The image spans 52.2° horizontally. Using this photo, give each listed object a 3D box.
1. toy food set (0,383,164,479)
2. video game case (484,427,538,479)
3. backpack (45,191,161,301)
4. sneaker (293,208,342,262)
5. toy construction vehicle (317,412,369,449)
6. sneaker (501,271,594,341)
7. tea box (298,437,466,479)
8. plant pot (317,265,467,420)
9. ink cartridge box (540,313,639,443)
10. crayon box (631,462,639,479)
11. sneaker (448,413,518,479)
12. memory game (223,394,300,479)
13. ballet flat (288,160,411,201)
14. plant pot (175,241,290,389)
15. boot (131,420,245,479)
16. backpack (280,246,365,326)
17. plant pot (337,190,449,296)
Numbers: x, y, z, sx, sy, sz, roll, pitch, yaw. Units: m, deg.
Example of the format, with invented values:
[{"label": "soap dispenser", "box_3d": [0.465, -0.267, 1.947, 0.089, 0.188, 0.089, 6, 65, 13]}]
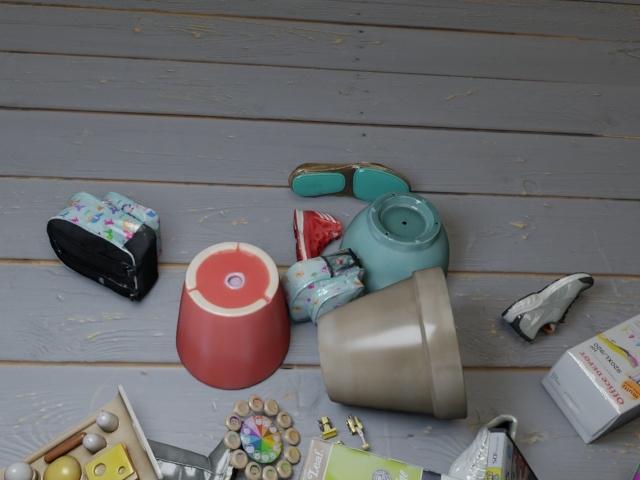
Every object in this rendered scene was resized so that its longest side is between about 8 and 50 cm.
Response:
[{"label": "toy food set", "box_3d": [-0.468, 0.441, 1.228, 0.306, 0.092, 0.220, -32, 59, -10]}, {"label": "video game case", "box_3d": [0.359, 0.524, 1.197, 0.035, 0.275, 0.248, -11, 42, 32]}, {"label": "backpack", "box_3d": [-0.504, 0.001, 1.537, 0.253, 0.225, 0.191, 19, 50, 6]}, {"label": "sneaker", "box_3d": [0.000, 0.000, 1.689, 0.128, 0.087, 0.221, -3, 52, -7]}, {"label": "toy construction vehicle", "box_3d": [0.049, 0.409, 1.388, 0.086, 0.035, 0.098, -13, 53, -17]}, {"label": "sneaker", "box_3d": [0.578, 0.164, 1.626, 0.271, 0.100, 0.108, -25, 72, -21]}, {"label": "tea box", "box_3d": [0.084, 0.573, 1.137, 0.323, 0.220, 0.329, 16, 50, 5]}, {"label": "plant pot", "box_3d": [0.147, 0.236, 1.400, 0.280, 0.323, 0.323, -10, 51, 6]}, {"label": "ink cartridge box", "box_3d": [0.657, 0.308, 1.457, 0.233, 0.168, 0.171, -20, 56, -20]}, {"label": "crayon box", "box_3d": [0.685, 0.627, 1.200, 0.313, 0.106, 0.363, 42, 57, 10]}, {"label": "sneaker", "box_3d": [0.336, 0.441, 1.343, 0.090, 0.115, 0.232, 29, 53, 17]}, {"label": "memory game", "box_3d": [-0.116, 0.403, 1.330, 0.186, 0.012, 0.186, 25, 43, -26]}, {"label": "ballet flat", "box_3d": [0.080, -0.176, 1.845, 0.342, 0.116, 0.124, -1, 31, -2]}, {"label": "plant pot", "box_3d": [-0.191, 0.151, 1.439, 0.275, 0.243, 0.275, 4, 51, -5]}, {"label": "boot", "box_3d": [-0.268, 0.432, 1.318, 0.208, 0.076, 0.189, 9, 48, 10]}, {"label": "backpack", "box_3d": [0.004, 0.118, 1.535, 0.188, 0.166, 0.144, -6, 49, -19]}, {"label": "plant pot", "box_3d": [0.196, 0.002, 1.638, 0.293, 0.196, 0.293, 4, 50, -4]}]
